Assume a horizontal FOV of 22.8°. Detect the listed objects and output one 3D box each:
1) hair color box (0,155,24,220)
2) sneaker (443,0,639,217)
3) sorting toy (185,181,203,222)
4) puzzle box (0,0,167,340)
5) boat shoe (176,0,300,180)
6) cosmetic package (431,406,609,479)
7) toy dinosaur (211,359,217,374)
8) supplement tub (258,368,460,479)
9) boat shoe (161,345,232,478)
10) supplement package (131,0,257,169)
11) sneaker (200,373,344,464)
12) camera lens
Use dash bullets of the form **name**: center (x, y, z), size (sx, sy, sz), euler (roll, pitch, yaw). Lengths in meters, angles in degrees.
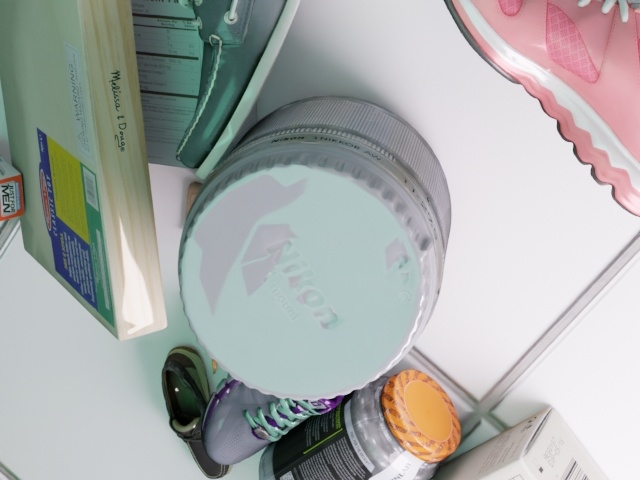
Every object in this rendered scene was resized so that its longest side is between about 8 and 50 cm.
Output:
- **hair color box**: center (-0.393, -0.044, 1.591), size (0.093, 0.167, 0.053), euler (38, 137, 44)
- **sneaker**: center (0.225, -0.169, 1.323), size (0.136, 0.116, 0.314), euler (-41, 98, 23)
- **sorting toy**: center (-0.097, -0.019, 1.582), size (0.083, 0.012, 0.062), euler (18, 114, 21)
- **puzzle box**: center (-0.237, -0.139, 1.486), size (0.272, 0.052, 0.409), euler (33, 133, 55)
- **boat shoe**: center (-0.069, -0.211, 1.376), size (0.099, 0.116, 0.319), euler (23, 97, -6)
- **cosmetic package**: center (0.139, 0.309, 1.557), size (0.309, 0.113, 0.160), euler (-33, 95, 33)
- **toy dinosaur**: center (-0.057, 0.085, 1.592), size (0.112, 0.064, 0.211), euler (-6, 119, -4)
- **supplement tub**: center (0.039, 0.209, 1.557), size (0.190, 0.117, 0.117), euler (-36, 94, 34)
- **boat shoe**: center (-0.136, 0.188, 1.671), size (0.056, 0.049, 0.152), euler (-12, 107, 29)
- **supplement package**: center (-0.128, -0.170, 1.476), size (0.105, 0.105, 0.179), euler (8, 115, 22)
- **sneaker**: center (-0.034, 0.150, 1.536), size (0.083, 0.098, 0.224), euler (35, 107, -25)
- **camera lens**: center (0.000, 0.000, 1.374), size (0.219, 0.274, 0.219), euler (2, 105, 7)
